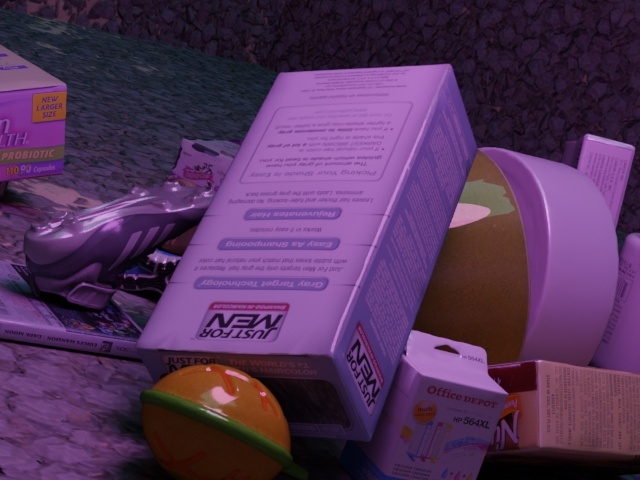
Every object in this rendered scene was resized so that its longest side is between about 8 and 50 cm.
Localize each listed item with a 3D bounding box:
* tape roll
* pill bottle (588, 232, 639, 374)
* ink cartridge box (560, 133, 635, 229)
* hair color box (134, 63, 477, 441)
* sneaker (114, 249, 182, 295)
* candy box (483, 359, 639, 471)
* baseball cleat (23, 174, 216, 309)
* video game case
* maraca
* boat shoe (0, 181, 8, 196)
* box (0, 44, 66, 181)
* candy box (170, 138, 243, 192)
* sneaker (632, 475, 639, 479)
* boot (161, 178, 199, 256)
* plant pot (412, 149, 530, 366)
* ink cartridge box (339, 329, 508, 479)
[{"bbox_3d":[0.209,0.040,1.741,0.100,0.286,0.286,11,14,-28],"label":"tape roll"},{"bbox_3d":[0.382,0.117,1.801,0.131,0.229,0.131,18,12,-4],"label":"pill bottle"},{"bbox_3d":[0.306,0.023,1.872,0.066,0.296,0.261,14,4,4],"label":"ink cartridge box"},{"bbox_3d":[0.000,0.000,1.385,0.185,0.114,0.374,0,43,26],"label":"hair color box"},{"bbox_3d":[-0.159,0.039,1.709,0.162,0.063,0.073,21,8,8],"label":"sneaker"},{"bbox_3d":[0.257,0.179,1.497,0.316,0.088,0.183,10,-14,-38],"label":"candy box"},{"bbox_3d":[-0.195,0.005,1.523,0.205,0.109,0.072,-13,27,-23],"label":"baseball cleat"},{"bbox_3d":[-0.274,0.063,1.509,0.173,0.022,0.190,12,13,-32],"label":"video game case"},{"bbox_3d":[-0.076,0.157,1.228,0.127,0.099,0.186,21,-13,25],"label":"maraca"},{"bbox_3d":[-0.410,-0.090,1.933,0.043,0.049,0.137,15,17,-8],"label":"boat shoe"},{"bbox_3d":[-0.460,-0.160,1.871,0.213,0.117,0.243,-10,26,-36],"label":"box"},{"bbox_3d":[-0.106,-0.099,2.403,0.159,0.071,0.233,25,12,23],"label":"candy box"},{"bbox_3d":[0.345,0.275,1.336,0.153,0.099,0.282,24,5,0],"label":"sneaker"},{"bbox_3d":[-0.093,0.016,1.940,0.206,0.090,0.248,26,5,-32],"label":"boot"},{"bbox_3d":[0.026,0.042,1.602,0.293,0.275,0.275,-2,19,-22],"label":"plant pot"},{"bbox_3d":[0.093,0.158,1.360,0.092,0.143,0.090,14,13,-24],"label":"ink cartridge box"}]
